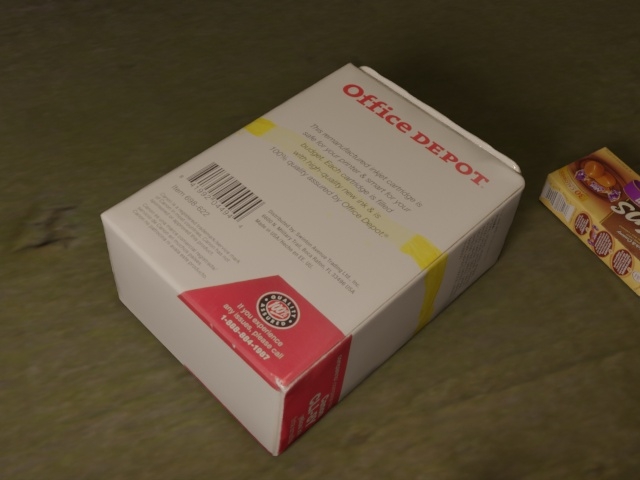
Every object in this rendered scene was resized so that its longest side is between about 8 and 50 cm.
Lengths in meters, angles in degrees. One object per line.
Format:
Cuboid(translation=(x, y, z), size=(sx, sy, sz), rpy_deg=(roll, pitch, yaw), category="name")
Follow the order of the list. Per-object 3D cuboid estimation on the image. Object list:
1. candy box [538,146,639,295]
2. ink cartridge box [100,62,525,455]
Cuboid(translation=(0.384, -0.028, 1.040), size=(0.109, 0.053, 0.187), rpy_deg=(-24, 55, -22), category="candy box")
Cuboid(translation=(0.000, 0.000, 0.918), size=(0.384, 0.160, 0.279), rpy_deg=(-36, 62, -28), category="ink cartridge box")
